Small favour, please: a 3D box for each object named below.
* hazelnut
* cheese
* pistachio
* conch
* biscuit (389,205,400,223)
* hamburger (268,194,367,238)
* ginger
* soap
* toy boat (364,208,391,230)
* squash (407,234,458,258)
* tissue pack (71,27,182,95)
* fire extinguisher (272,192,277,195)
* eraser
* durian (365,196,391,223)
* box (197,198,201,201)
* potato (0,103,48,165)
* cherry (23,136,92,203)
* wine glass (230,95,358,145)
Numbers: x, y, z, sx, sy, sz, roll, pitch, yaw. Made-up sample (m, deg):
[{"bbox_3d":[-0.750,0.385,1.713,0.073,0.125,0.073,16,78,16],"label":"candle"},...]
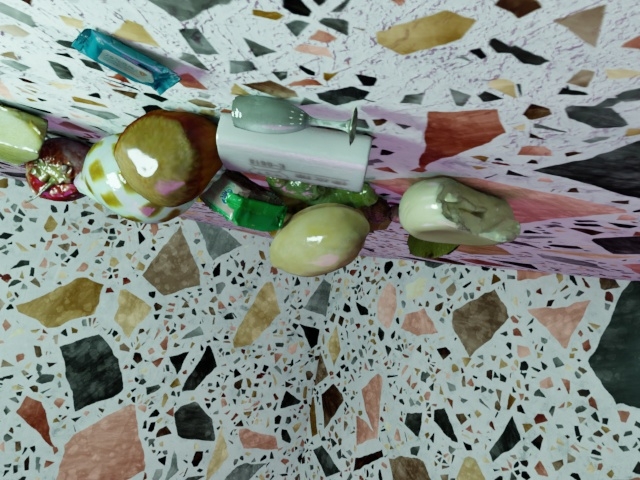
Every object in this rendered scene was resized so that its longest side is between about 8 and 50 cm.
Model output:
[{"bbox_3d":[-0.280,-0.156,0.945,0.209,0.187,0.210,-1,162,0],"label":"hazelnut"},{"bbox_3d":[0.318,-0.061,1.143,0.265,0.127,0.233,11,175,-25],"label":"cheese"},{"bbox_3d":[0.000,0.000,1.253,0.292,0.162,0.182,-16,119,35],"label":"pistachio"},{"bbox_3d":[-0.404,-0.154,1.155,0.367,0.197,0.249,13,-153,-4],"label":"conch"},{"bbox_3d":[0.301,-0.070,1.445,0.219,0.061,0.055,5,173,37],"label":"biscuit"},{"bbox_3d":[-0.012,-0.061,1.499,0.283,0.175,0.304,15,174,-20],"label":"hamburger"},{"bbox_3d":[0.000,-0.130,1.237,0.289,0.089,0.137,16,152,-17],"label":"ginger"},{"bbox_3d":[-0.219,-0.124,1.268,0.217,0.098,0.273,10,-161,-48],"label":"soap"},{"bbox_3d":[0.167,-0.070,1.621,0.057,0.077,0.200,-2,178,-29],"label":"toy boat"},{"bbox_3d":[0.350,-0.032,1.526,0.191,0.184,0.085,3,133,36],"label":"squash"},{"bbox_3d":[-0.276,-0.257,0.700,0.137,0.028,0.085,20,167,-36],"label":"tissue pack"},{"bbox_3d":[-0.247,-0.132,1.691,0.294,0.093,0.118,9,159,18],"label":"fire extinguisher"},{"bbox_3d":[-0.045,-0.162,0.924,0.269,0.095,0.174,9,172,2],"label":"eraser"},{"bbox_3d":[0.164,-0.092,1.406,0.080,0.080,0.091,7,144,33],"label":"durian"},{"bbox_3d":[-0.369,-0.155,1.514,0.152,0.044,0.269,-4,-165,-35],"label":"box"},{"bbox_3d":[-0.769,-0.268,1.088,0.255,0.112,0.269,19,167,-40],"label":"potato"},{"bbox_3d":[-0.710,-0.195,1.387,0.175,0.192,0.249,47,-170,6],"label":"cherry"},{"bbox_3d":[-0.043,-0.191,0.769,0.197,0.066,0.066,10,175,10],"label":"wine glass"}]
